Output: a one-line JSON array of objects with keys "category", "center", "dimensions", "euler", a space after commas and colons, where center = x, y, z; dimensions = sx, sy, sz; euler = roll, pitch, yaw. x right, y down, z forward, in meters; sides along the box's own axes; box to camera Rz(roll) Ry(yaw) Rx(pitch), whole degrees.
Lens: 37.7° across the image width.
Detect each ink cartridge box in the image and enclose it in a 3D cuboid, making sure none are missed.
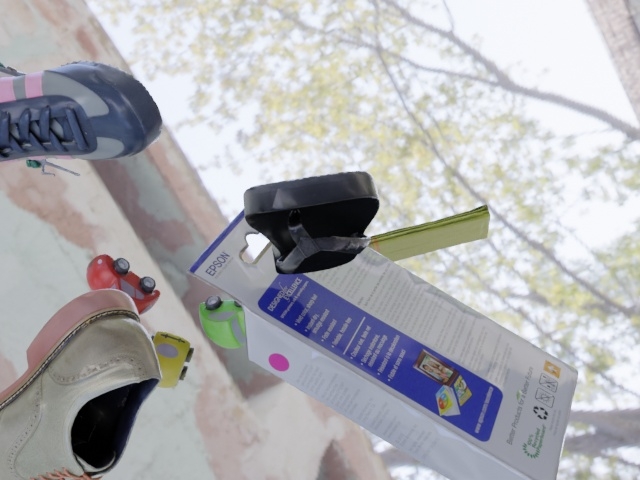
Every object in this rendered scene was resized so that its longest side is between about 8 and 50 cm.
[{"category": "ink cartridge box", "center": [0.061, 0.097, 0.889], "dimensions": [0.371, 0.069, 0.176], "euler": [32, -144, 3]}]

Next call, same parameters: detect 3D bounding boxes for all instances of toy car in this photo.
[{"category": "toy car", "center": [-0.170, 0.112, 1.211], "dimensions": [0.053, 0.225, 0.239], "euler": [-75, -29, -48]}]

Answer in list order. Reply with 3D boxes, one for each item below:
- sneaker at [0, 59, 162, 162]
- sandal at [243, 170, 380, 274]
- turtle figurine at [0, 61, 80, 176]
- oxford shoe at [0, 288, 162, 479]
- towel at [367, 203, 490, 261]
[{"category": "sneaker", "center": [-0.311, -0.112, 0.961], "dimensions": [0.131, 0.319, 0.112], "euler": [-51, -44, -43]}, {"category": "sandal", "center": [0.001, 0.000, 0.729], "dimensions": [0.254, 0.097, 0.054], "euler": [71, -171, -77]}, {"category": "turtle figurine", "center": [-0.391, -0.186, 1.339], "dimensions": [0.234, 0.175, 0.118], "euler": [20, -142, -15]}, {"category": "oxford shoe", "center": [-0.324, 0.245, 1.121], "dimensions": [0.140, 0.397, 0.146], "euler": [6, -144, -48]}, {"category": "towel", "center": [0.107, 0.004, 1.247], "dimensions": [0.102, 0.237, 0.021], "euler": [69, -173, -71]}]
